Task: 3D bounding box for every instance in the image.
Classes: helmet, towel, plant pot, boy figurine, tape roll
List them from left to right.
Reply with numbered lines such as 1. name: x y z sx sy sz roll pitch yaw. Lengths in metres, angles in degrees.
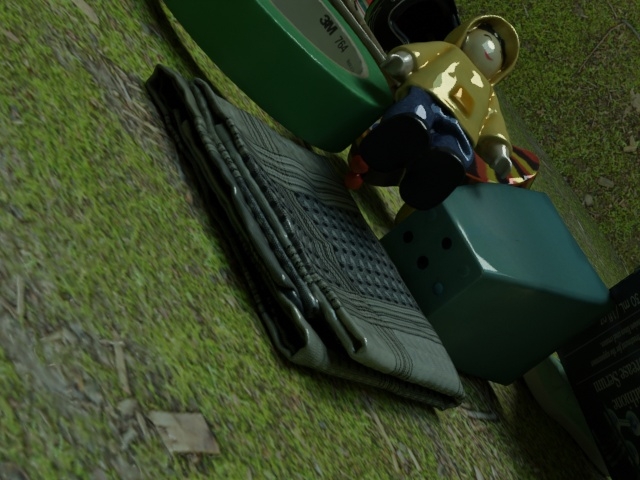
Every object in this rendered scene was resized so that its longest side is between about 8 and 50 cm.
1. tape roll: -0.057 -0.237 1.384 0.321 0.077 0.321 44 18 -18
2. towel: 0.000 0.000 1.171 0.324 0.056 0.312 25 33 -59
3. helmet: 0.147 -0.341 2.111 0.169 0.169 0.161 4 70 -70
4. boy figurine: 0.142 -0.141 1.356 0.177 0.092 0.285 45 41 -7
5. plant pot: 0.167 0.039 1.403 0.234 0.165 0.165 14 42 -53

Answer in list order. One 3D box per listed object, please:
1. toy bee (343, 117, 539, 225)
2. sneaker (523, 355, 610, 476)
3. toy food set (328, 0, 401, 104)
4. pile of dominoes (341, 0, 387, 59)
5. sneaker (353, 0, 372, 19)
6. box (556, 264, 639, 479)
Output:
1. toy bee: 0.097 -0.093 1.530 0.162 0.298 0.195 -57 150 -45
2. sneaker: 0.361 0.180 1.673 0.256 0.151 0.094 46 19 -24
3. toy food set: 0.002 -0.265 1.719 0.306 0.092 0.220 52 4 -13
4. pile of dominoes: 0.099 -0.269 1.940 0.196 0.040 0.251 62 1 28
5. sneaker: 0.132 -0.395 2.359 0.161 0.075 0.057 43 19 -34
6. box: 0.470 0.213 1.477 0.293 0.212 0.395 120 -51 -68
